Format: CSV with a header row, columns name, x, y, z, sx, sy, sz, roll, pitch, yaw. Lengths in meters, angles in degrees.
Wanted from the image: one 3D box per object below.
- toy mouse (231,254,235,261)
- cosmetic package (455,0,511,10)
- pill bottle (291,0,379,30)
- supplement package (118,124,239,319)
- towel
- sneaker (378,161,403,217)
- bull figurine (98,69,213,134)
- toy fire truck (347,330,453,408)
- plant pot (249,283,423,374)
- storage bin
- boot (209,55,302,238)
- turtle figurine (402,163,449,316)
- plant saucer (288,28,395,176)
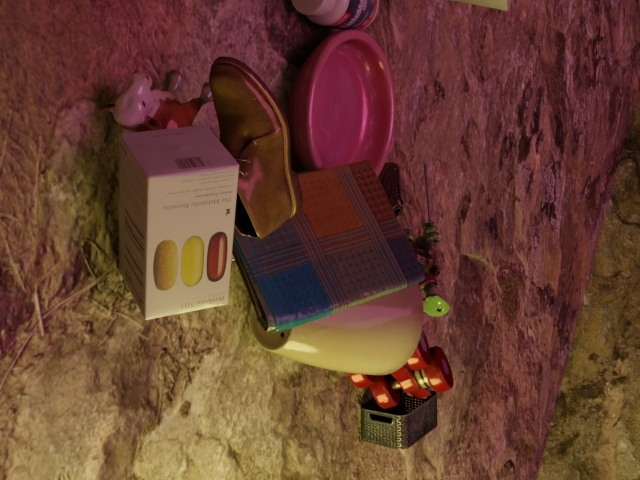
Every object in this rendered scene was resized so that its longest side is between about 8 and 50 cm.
name,x,y,z,sx,sy,sz,roll,pitch,yaw
toy mouse,-0.140,-0.018,1.697,0.143,0.031,0.160,21,77,-57
cosmetic package,0.260,-0.730,1.866,0.327,0.330,0.393,54,53,-68
pill bottle,0.025,-0.465,1.820,0.180,0.108,0.107,-9,102,-56
supplement package,-0.212,-0.027,1.385,0.139,0.134,0.244,-10,126,-25
towel,0.000,0.000,1.704,0.370,0.040,0.271,-15,76,-38
sneaker,0.160,-0.087,2.120,0.066,0.071,0.188,39,62,-52
bull figurine,-0.220,-0.155,1.487,0.188,0.101,0.310,-59,139,-37
toy fire truck,0.166,0.214,2.096,0.302,0.169,0.253,46,30,-47
plant pot,0.009,0.138,1.796,0.274,0.257,0.256,1,93,-42
storage bin,0.183,0.406,2.181,0.180,0.122,0.084,-17,108,-56
boot,-0.115,-0.136,1.476,0.115,0.112,0.305,-47,133,-37
turtle figurine,0.154,0.039,1.935,0.274,0.198,0.266,80,0,-46
plant saucer,0.038,-0.254,1.890,0.332,0.084,0.332,-18,112,-55
